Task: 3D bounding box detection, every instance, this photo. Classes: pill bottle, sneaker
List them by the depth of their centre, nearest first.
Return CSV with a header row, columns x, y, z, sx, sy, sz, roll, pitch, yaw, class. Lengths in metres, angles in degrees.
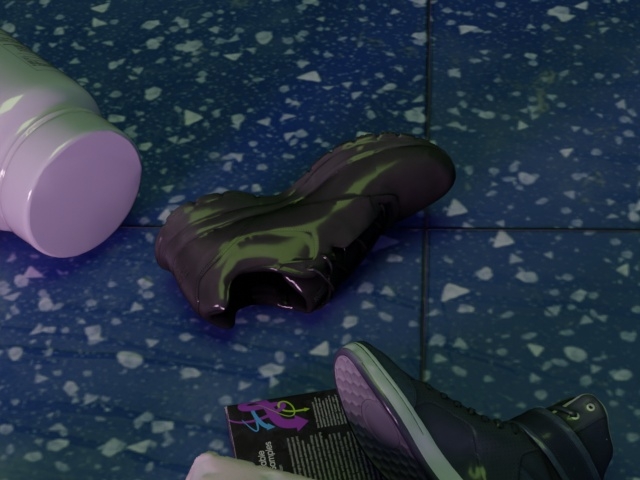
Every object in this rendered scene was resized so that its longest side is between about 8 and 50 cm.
x,y,z,sx,sy,sz,roll,pitch,yaw,class
0.126,0.143,1.330,0.163,0.086,0.226,-36,85,-27,sneaker
0.000,0.000,1.544,0.286,0.109,0.130,-23,52,-8,sneaker
-0.310,-0.108,1.623,0.160,0.160,0.283,-33,50,-29,pill bottle

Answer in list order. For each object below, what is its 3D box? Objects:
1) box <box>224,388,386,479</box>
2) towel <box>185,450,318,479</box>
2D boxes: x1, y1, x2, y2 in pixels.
x,y,z,sx,sy,sz,roll,pitch,yaw,class
0.009,0.173,1.392,0.162,0.029,0.116,-7,43,-7,box
-0.003,0.310,1.143,0.317,0.053,0.332,13,45,15,towel
